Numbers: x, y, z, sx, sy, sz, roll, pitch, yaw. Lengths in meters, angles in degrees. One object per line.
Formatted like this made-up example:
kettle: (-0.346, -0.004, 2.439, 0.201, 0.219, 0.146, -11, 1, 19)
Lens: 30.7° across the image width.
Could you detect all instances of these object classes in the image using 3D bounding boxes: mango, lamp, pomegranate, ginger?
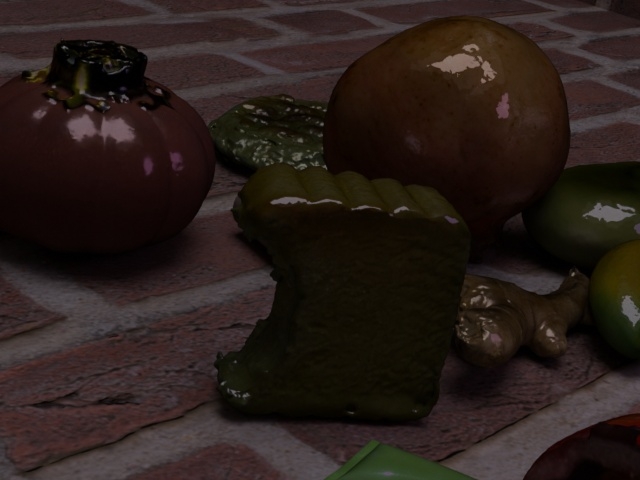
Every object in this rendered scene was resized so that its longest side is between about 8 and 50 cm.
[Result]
mango: (0.392, 0.066, 1.420, 0.137, 0.091, 0.237, 42, 33, 20)
lamp: (-0.275, -0.117, 1.407, 0.305, 0.240, 0.305, 8, 23, -3)
pomegranate: (0.177, -0.130, 1.562, 0.338, 0.338, 0.338, 8, 24, -4)
ginger: (0.230, 0.085, 1.351, 0.148, 0.081, 0.333, 24, 18, 39)

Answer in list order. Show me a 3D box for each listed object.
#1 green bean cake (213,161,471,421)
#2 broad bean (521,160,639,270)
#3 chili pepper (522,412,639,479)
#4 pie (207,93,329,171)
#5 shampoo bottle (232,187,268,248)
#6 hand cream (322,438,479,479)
green bean cake: (0.012, 0.051, 1.153, 0.233, 0.236, 0.124, 5, 21, -15)
broad bean: (0.415, -0.036, 1.647, 0.238, 0.119, 0.291, 27, 30, 34)
chili pepper: (0.310, 0.243, 0.906, 0.251, 0.229, 0.305, 25, 17, 36)
pie: (-0.035, -0.158, 1.811, 0.306, 0.071, 0.306, 7, 23, -3)
shampoo bottle: (0.000, 0.000, 1.453, 0.127, 0.078, 0.257, -13, 34, -43)
hand cream: (0.099, 0.226, 1.030, 0.175, 0.046, 0.095, 15, 24, 28)
